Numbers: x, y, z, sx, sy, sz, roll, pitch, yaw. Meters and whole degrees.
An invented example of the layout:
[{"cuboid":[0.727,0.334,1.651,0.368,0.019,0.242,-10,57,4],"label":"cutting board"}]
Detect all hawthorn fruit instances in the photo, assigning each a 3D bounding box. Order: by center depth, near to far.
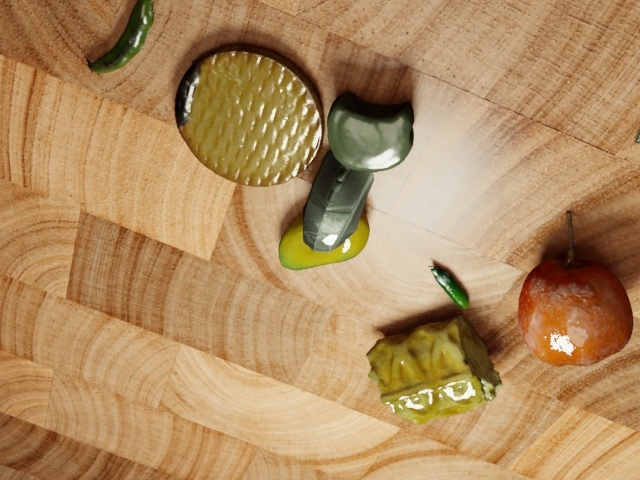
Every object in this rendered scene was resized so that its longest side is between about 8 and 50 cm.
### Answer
[{"cuboid":[0.516,0.146,1.440,0.263,0.235,0.231,40,124,-20],"label":"hawthorn fruit"}]

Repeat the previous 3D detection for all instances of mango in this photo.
[{"cuboid":[-0.001,-0.006,1.535,0.238,0.091,0.137,-15,116,22],"label":"mango"}]

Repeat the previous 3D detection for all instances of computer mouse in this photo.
[{"cuboid":[0.029,-0.084,1.424,0.126,0.071,0.231,25,98,14],"label":"computer mouse"}]

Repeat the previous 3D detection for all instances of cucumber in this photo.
[{"cuboid":[0.300,0.108,1.588,0.037,0.037,0.155,-29,117,30],"label":"cucumber"}]

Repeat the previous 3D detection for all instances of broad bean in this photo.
[{"cuboid":[-0.387,-0.392,1.354,0.227,0.039,0.069,-31,110,31],"label":"broad bean"}]

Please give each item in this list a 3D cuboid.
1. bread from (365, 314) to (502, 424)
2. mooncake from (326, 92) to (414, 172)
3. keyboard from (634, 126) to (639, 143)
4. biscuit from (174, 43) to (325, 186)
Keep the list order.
[{"cuboid":[0.276,0.315,1.656,0.252,0.196,0.238,-33,116,29],"label":"bread"},{"cuboid":[0.098,-0.220,1.336,0.175,0.104,0.168,35,130,-12],"label":"mooncake"},{"cuboid":[0.621,-0.233,1.263,0.049,0.015,0.129,5,128,2],"label":"keyboard"},{"cuboid":[-0.144,-0.248,1.410,0.318,0.040,0.317,7,129,9],"label":"biscuit"}]
